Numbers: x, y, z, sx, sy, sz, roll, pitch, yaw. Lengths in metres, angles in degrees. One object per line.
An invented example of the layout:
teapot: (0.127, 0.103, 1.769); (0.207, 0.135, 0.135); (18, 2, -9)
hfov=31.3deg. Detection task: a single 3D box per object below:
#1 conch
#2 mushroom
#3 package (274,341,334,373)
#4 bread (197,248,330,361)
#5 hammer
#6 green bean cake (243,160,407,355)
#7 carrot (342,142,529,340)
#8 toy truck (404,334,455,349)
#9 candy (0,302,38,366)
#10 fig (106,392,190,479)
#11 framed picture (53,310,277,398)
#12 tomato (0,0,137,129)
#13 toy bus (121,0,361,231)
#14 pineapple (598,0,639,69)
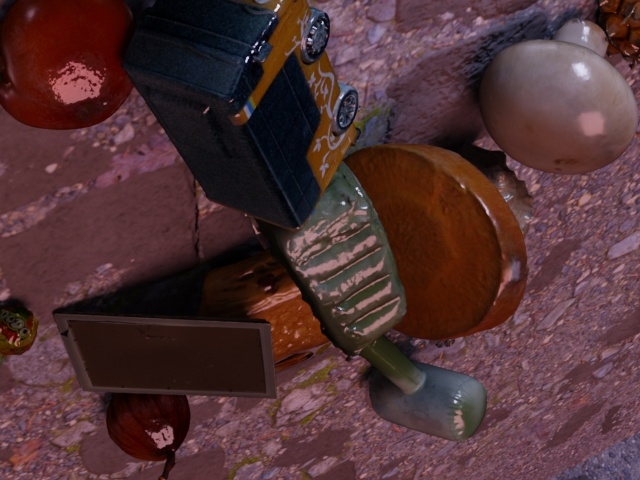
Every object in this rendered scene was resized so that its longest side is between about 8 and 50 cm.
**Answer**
conch: (0.197, -0.034, 1.558); (0.245, 0.163, 0.178); (109, 6, -54)
mushroom: (0.306, -0.189, 1.443); (0.204, 0.204, 0.204); (-23, 149, -15)
package: (-0.046, 0.183, 1.751); (0.171, 0.027, 0.173); (-22, 168, -23)
bread: (-0.073, 0.090, 1.564); (0.210, 0.099, 0.235); (-22, 154, -11)
hammer: (0.129, 0.220, 1.897); (0.335, 0.206, 0.119); (43, 64, -44)
green bean cake: (0.000, 0.000, 1.340); (0.125, 0.222, 0.227); (-29, 128, -9)
carrot: (0.134, 0.000, 1.424); (0.100, 0.307, 0.258); (-23, 115, -36)
toy truck: (0.195, 0.144, 1.935); (0.123, 0.052, 0.063); (0, 133, -45)
candy: (-0.392, 0.147, 1.401); (0.060, 0.060, 0.201); (-9, 150, -35)
fig: (-0.240, 0.258, 1.629); (0.128, 0.150, 0.128); (-6, 104, -25)
framed picture: (-0.194, 0.150, 1.491); (0.273, 0.016, 0.216); (3, 147, 1)
tomato: (-0.228, -0.157, 1.051); (0.139, 0.091, 0.159); (-13, 143, -35)
toy bus: (-0.070, -0.141, 1.119); (0.167, 0.138, 0.275); (-61, 155, -19)
pineapple: (0.520, -0.249, 1.432); (0.262, 0.272, 0.262); (-24, 150, -15)
